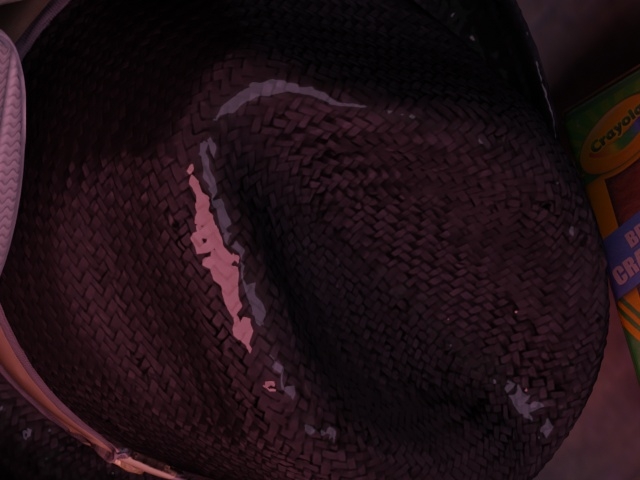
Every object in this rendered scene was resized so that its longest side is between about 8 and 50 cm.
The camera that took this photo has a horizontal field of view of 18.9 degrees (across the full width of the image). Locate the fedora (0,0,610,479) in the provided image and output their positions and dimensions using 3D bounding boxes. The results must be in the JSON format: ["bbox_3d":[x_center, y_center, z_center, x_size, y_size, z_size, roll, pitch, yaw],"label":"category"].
[{"bbox_3d":[0.000,0.000,0.714,0.334,0.152,0.334,-11,111,-32],"label":"fedora"}]

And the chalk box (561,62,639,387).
[{"bbox_3d":[0.201,-0.018,0.818,0.132,0.213,0.132,-33,143,29],"label":"chalk box"}]

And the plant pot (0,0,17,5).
[{"bbox_3d":[-0.140,-0.199,0.513,0.284,0.284,0.191,0,70,-35],"label":"plant pot"}]

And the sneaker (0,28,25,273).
[{"bbox_3d":[-0.176,0.037,0.621,0.094,0.091,0.258,-10,126,-66],"label":"sneaker"}]
